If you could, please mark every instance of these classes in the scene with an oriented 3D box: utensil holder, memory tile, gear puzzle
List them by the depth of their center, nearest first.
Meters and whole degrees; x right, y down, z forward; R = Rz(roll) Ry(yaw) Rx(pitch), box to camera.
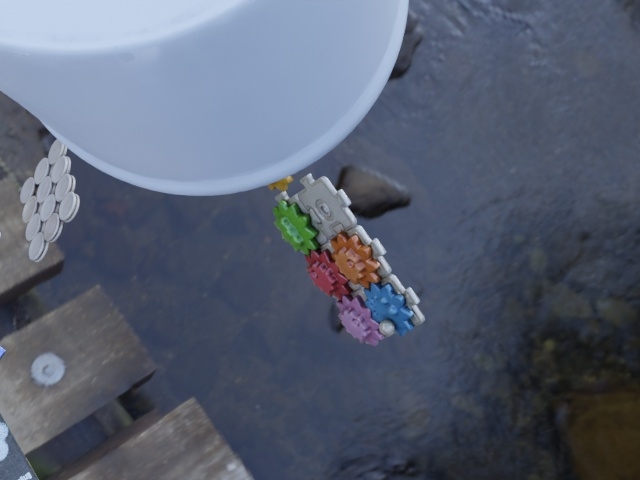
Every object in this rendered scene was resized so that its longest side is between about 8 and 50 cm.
[{"bbox_3d":[-0.103,-0.217,0.717,0.327,0.385,0.328,0,83,3],"label":"utensil holder"},{"bbox_3d":[-0.344,-0.052,1.432,0.012,0.113,0.148,22,31,-37],"label":"memory tile"},{"bbox_3d":[0.000,0.000,1.537,0.044,0.175,0.339,-37,94,-31],"label":"gear puzzle"}]

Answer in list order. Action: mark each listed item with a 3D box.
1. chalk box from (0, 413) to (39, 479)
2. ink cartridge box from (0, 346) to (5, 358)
[{"bbox_3d":[-0.567,0.446,1.829,0.289,0.179,0.180,62,32,-3],"label":"chalk box"},{"bbox_3d":[-0.453,0.194,1.339,0.046,0.207,0.097,39,43,-11],"label":"ink cartridge box"}]
